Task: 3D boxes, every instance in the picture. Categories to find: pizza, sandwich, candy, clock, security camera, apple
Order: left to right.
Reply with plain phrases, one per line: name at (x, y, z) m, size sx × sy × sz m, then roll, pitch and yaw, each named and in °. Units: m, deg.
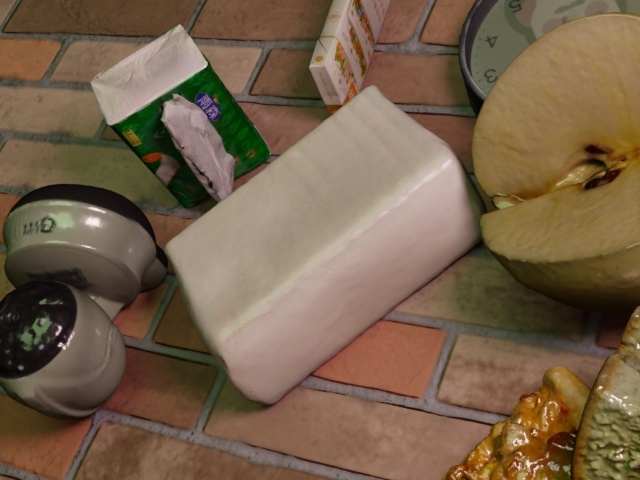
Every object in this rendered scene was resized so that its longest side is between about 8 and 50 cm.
security camera at (-0.318, 0.086, 1.425) m, size 0.197 × 0.191 × 0.277 m, roll -9°, pitch 55°, yaw 20°
candy at (0.000, 0.000, 1.351) m, size 0.359 × 0.145 × 0.208 m, roll -37°, pitch 49°, yaw -2°
pizza at (0.178, 0.258, 1.087) m, size 0.226 × 0.086 × 0.335 m, roll -4°, pitch 46°, yaw 26°
clock at (0.325, -0.246, 1.414) m, size 0.319 × 0.066 × 0.318 m, roll -13°, pitch 54°, yaw 18°
apple at (0.307, -0.065, 1.186) m, size 0.258 × 0.233 × 0.295 m, roll -30°, pitch 57°, yaw 31°
sandwich at (0.325, 0.133, 1.051) m, size 0.122 × 0.128 × 0.235 m, roll 20°, pitch 39°, yaw 20°

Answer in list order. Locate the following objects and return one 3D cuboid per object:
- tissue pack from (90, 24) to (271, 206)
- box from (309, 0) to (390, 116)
tissue pack at (-0.170, -0.141, 1.497) m, size 0.148 × 0.209 × 0.156 m, roll -33°, pitch 51°, yaw 2°
box at (0.042, -0.279, 1.543) m, size 0.032 × 0.122 × 0.220 m, roll 5°, pitch 60°, yaw 22°
